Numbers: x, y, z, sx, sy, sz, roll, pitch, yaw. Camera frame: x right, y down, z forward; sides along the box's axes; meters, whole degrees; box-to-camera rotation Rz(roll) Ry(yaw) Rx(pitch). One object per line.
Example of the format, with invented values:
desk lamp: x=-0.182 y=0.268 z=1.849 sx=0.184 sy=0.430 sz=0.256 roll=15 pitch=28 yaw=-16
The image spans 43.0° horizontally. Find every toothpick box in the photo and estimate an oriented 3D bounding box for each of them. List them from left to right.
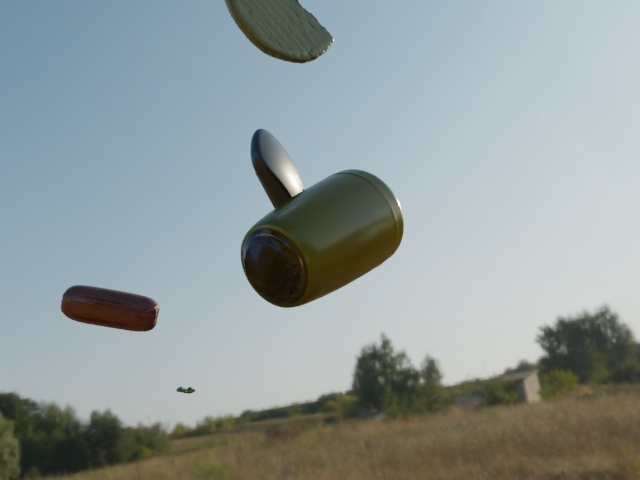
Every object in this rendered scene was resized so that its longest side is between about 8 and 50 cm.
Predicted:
toothpick box: x=0.000 y=0.000 z=1.308 sx=0.175 sy=0.175 sz=0.271 roll=-22 pitch=6 yaw=41

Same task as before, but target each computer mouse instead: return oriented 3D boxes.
computer mouse: x=-0.065 y=-0.102 z=1.497 sx=0.057 sy=0.120 sz=0.232 roll=-16 pitch=-50 yaw=13

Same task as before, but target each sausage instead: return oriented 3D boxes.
sausage: x=-0.336 y=0.108 z=1.299 sx=0.154 sy=0.062 sz=0.062 roll=11 pitch=-17 yaw=-8

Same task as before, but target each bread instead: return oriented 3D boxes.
bread: x=-0.075 y=-0.311 z=1.139 sx=0.193 sy=0.112 sz=0.036 roll=42 pitch=-35 yaw=-19

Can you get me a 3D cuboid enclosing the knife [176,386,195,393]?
knife: x=-0.196 y=0.220 z=1.197 sx=0.014 sy=0.005 sz=0.091 roll=-33 pitch=-13 yaw=-4
